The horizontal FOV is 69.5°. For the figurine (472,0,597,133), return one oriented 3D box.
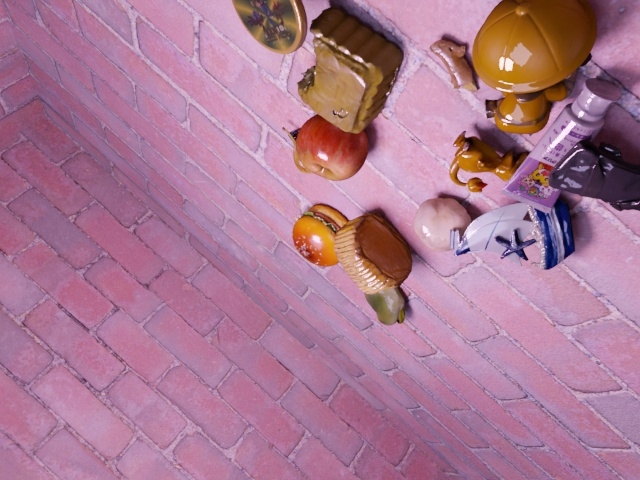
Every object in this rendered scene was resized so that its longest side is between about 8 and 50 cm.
[{"bbox_3d":[0.365,-0.303,0.807,0.192,0.167,0.257,8,141,27],"label":"figurine"}]

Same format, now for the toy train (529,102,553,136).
[{"bbox_3d":[0.443,-0.246,0.941,0.017,0.017,0.083,37,152,16],"label":"toy train"}]

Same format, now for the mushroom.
[{"bbox_3d":[0.331,-0.046,1.257,0.154,0.122,0.154,4,104,17],"label":"mushroom"}]

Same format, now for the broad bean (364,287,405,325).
[{"bbox_3d":[0.251,0.231,1.778,0.228,0.100,0.169,49,145,-10],"label":"broad bean"}]

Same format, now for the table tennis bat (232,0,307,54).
[{"bbox_3d":[-0.136,-0.537,0.956,0.198,0.050,0.321,14,146,44],"label":"table tennis bat"}]

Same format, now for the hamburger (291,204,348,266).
[{"bbox_3d":[0.001,0.000,1.693,0.246,0.170,0.246,31,148,22],"label":"hamburger"}]

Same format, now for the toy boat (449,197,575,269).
[{"bbox_3d":[0.470,0.000,1.118,0.210,0.070,0.291,50,128,-4],"label":"toy boat"}]

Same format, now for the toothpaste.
[{"bbox_3d":[0.471,-0.172,0.916,0.113,0.073,0.299,24,142,10],"label":"toothpaste"}]

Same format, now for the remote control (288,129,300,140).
[{"bbox_3d":[-0.068,-0.336,1.474,0.096,0.014,0.039,-1,134,54],"label":"remote control"}]

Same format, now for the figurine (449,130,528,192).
[{"bbox_3d":[0.377,-0.161,1.045,0.176,0.121,0.122,17,125,1],"label":"figurine"}]

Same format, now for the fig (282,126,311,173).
[{"bbox_3d":[-0.071,-0.275,1.461,0.166,0.093,0.093,30,154,-12],"label":"fig"}]

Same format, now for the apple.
[{"bbox_3d":[0.032,-0.262,1.288,0.209,0.164,0.209,23,168,5],"label":"apple"}]

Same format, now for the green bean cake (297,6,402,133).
[{"bbox_3d":[0.051,-0.399,1.116,0.233,0.124,0.236,38,152,10],"label":"green bean cake"}]

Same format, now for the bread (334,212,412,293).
[{"bbox_3d":[0.165,0.042,1.478,0.253,0.227,0.142,48,144,-10],"label":"bread"}]

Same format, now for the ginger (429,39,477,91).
[{"bbox_3d":[0.284,-0.360,0.962,0.137,0.044,0.057,53,169,-16],"label":"ginger"}]

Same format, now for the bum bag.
[{"bbox_3d":[0.567,-0.109,0.871,0.248,0.060,0.123,21,148,5],"label":"bum bag"}]
